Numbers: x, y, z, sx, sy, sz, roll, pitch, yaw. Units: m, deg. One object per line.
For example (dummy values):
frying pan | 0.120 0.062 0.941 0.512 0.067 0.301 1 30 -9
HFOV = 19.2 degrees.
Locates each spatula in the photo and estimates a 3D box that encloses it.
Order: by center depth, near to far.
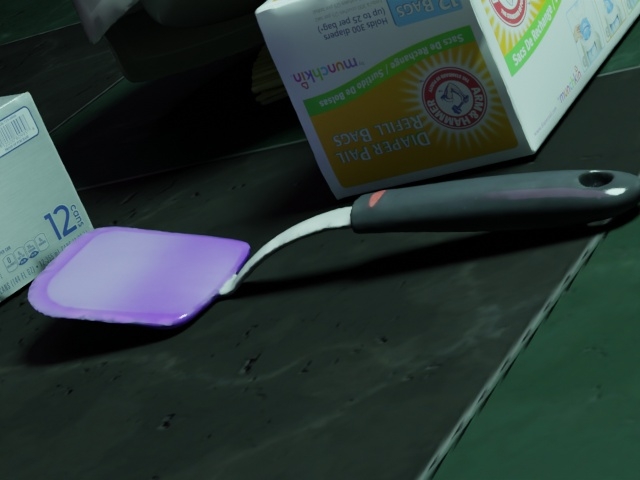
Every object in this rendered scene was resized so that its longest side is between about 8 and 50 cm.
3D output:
spatula | 0.000 0.000 0.818 0.296 0.030 0.084 -11 23 32

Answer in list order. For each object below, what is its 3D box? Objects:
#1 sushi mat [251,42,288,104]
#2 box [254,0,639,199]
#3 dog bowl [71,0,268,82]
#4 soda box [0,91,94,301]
sushi mat | 0.108 -0.155 1.140 0.316 0.019 0.151 -19 18 12
box | 0.072 -0.117 0.941 0.114 0.103 0.203 -12 21 33
dog bowl | -0.004 -0.218 1.125 0.348 0.102 0.349 -28 -4 -2
soda box | -0.256 0.029 0.948 0.098 0.091 0.286 -2 27 49
